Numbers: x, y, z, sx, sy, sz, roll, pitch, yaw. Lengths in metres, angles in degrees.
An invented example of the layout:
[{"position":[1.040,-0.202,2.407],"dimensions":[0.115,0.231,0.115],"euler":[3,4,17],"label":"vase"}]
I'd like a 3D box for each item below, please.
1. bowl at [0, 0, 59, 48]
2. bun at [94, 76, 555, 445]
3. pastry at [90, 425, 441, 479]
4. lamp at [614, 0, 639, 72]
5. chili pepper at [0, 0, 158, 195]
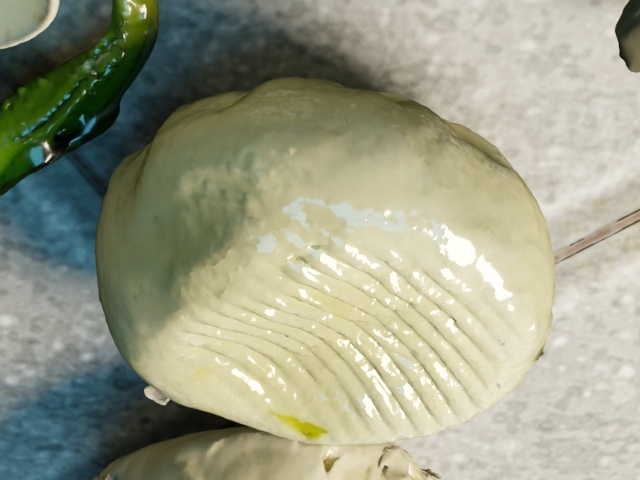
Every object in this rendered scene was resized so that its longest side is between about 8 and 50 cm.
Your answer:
[{"position":[-0.234,-0.192,0.634],"dimensions":[0.277,0.145,0.277],"euler":[10,170,2],"label":"bowl"},{"position":[0.000,0.000,0.837],"dimensions":[0.259,0.160,0.259],"euler":[-1,143,0],"label":"bun"},{"position":[-0.033,0.210,0.974],"dimensions":[0.265,0.133,0.265],"euler":[-1,152,0],"label":"pastry"},{"position":[0.265,-0.161,0.776],"dimensions":[0.250,0.101,0.101],"euler":[-27,126,17],"label":"lamp"},{"position":[-0.226,-0.039,0.834],"dimensions":[0.359,0.076,0.085],"euler":[-34,88,16],"label":"chili pepper"}]
